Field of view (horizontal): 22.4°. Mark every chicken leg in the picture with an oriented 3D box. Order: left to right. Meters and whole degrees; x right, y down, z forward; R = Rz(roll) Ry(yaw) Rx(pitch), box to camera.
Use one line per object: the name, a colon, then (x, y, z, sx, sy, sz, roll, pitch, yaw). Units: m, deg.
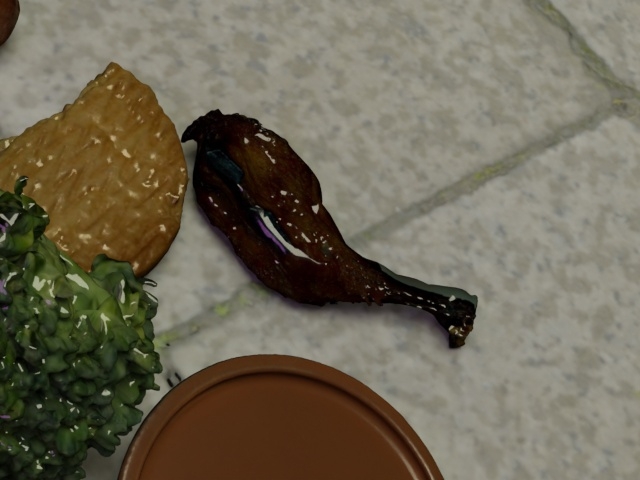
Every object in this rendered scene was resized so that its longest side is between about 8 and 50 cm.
chicken leg: (0.000, 0.000, 1.150, 0.253, 0.051, 0.106, 39, 48, 4)

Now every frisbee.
frisbee: (-0.015, 0.190, 0.999, 0.250, 0.021, 0.251, 15, 61, -27)

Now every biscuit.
biscuit: (-0.170, -0.025, 1.112, 0.144, 0.033, 0.224, 38, 53, 4)

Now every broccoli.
broccoli: (-0.245, 0.034, 0.938, 0.247, 0.288, 0.246, -29, 38, 9)

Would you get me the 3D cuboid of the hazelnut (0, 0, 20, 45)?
hazelnut: (-0.254, -0.174, 1.156, 0.086, 0.086, 0.086, 10, 55, -14)
